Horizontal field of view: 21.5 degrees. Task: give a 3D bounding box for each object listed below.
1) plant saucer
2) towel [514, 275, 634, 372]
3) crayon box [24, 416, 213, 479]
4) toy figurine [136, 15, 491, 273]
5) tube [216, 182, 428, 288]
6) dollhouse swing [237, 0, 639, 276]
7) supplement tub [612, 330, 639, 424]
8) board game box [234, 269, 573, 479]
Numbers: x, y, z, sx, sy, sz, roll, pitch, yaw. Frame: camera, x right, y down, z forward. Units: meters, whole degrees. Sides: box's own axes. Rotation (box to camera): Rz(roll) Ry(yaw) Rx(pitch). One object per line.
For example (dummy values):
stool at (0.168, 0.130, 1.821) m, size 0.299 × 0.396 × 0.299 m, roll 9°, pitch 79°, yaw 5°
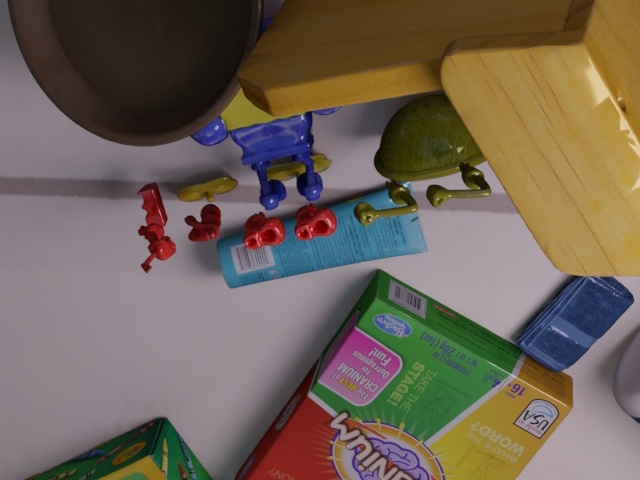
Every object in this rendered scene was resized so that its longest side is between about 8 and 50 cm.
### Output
plant saucer at (-0.164, -0.224, 1.522) m, size 0.278 × 0.041 × 0.278 m, roll 7°, pitch 105°, yaw 28°
towel at (0.261, 0.082, 1.724) m, size 0.067 × 0.029 × 0.119 m, roll 35°, pitch 116°, yaw -12°
crayon box at (-0.249, 0.330, 1.886) m, size 0.278 × 0.081 × 0.165 m, roll -26°, pitch 112°, yaw 18°
toy figurine at (-0.029, -0.131, 1.567) m, size 0.362 × 0.191 × 0.217 m, roll -12°, pitch 111°, yaw 12°
tube at (0.000, 0.000, 1.705) m, size 0.207 × 0.052 × 0.080 m, roll -13°, pitch 120°, yaw 8°
dollhouse swing at (0.157, -0.119, 1.461) m, size 0.305 × 0.347 × 0.315 m, roll -23°, pitch 113°, yaw 27°
supplement tub at (0.408, 0.167, 1.685) m, size 0.200 × 0.144 × 0.144 m, roll 40°, pitch 115°, yaw -14°
board game box at (0.083, 0.216, 1.796) m, size 0.242 × 0.064 × 0.316 m, roll 29°, pitch 117°, yaw -8°
